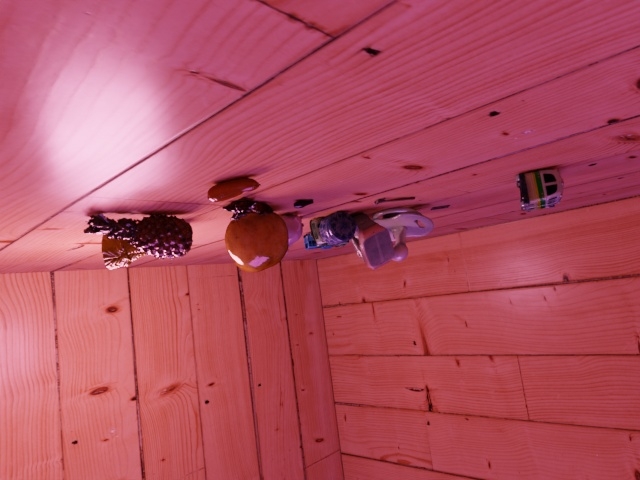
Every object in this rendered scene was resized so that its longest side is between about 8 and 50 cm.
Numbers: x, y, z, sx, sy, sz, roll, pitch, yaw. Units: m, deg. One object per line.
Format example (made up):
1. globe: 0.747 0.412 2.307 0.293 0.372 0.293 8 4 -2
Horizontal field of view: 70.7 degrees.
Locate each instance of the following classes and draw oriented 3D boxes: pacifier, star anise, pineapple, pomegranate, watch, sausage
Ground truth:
1. pacifier: 0.385 -0.028 2.245 0.344 0.269 0.288 -16 145 33
2. star anise: -0.276 -0.113 1.638 0.157 0.053 0.212 -10 175 16
3. pineapple: -0.645 -0.024 1.616 0.361 0.174 0.175 7 167 -29
4. pomegranate: -0.250 -0.006 1.797 0.261 0.260 0.260 -7 173 -1
5. watch: 0.222 -0.004 2.200 0.162 0.253 0.241 -24 -158 -17
6. sausage: -0.262 -0.152 1.328 0.183 0.054 0.062 -13 -156 25

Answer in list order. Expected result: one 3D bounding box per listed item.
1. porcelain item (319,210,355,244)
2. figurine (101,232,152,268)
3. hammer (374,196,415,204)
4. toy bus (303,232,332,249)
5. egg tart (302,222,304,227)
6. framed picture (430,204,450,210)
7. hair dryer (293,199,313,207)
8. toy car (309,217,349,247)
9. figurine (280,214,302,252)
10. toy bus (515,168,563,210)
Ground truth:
1. porcelain item: 0.082 -0.057 2.098 0.147 0.147 0.114 -3 172 -31
2. figurine: -0.701 0.026 1.843 0.316 0.167 0.187 -4 146 -12
3. hammer: 0.324 -0.175 1.932 0.182 0.017 0.062 -7 174 -16
4. toy bus: 0.000 0.000 2.671 0.185 0.106 0.090 -5 171 -16
5. egg tart: -0.139 -0.068 2.104 0.129 0.049 0.128 -15 -161 5
6. framed picture: 0.619 -0.169 2.332 0.089 0.006 0.066 -8 173 2
7. hair dryer: -0.076 -0.144 1.752 0.079 0.031 0.083 -14 -170 -25
8. toy car: 0.066 -0.045 2.253 0.125 0.136 0.306 -22 166 32
9. figurine: -0.202 -0.024 1.981 0.276 0.200 0.133 -24 145 -1
10. toy bus: 0.884 -0.199 1.816 0.165 0.133 0.276 -10 173 26
